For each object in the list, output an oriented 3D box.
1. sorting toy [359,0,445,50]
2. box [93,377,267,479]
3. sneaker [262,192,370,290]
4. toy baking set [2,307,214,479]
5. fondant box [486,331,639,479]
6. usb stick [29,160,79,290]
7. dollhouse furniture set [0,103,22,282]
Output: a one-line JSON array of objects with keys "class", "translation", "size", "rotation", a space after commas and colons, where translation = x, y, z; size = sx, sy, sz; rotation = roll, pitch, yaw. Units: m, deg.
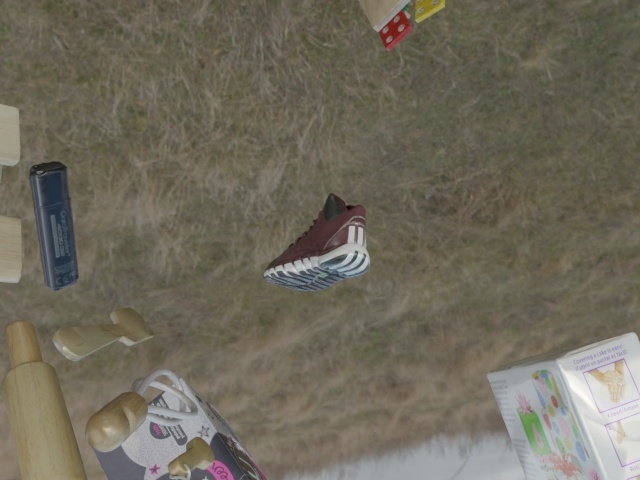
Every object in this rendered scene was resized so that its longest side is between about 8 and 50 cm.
[{"class": "sorting toy", "translation": [0.127, -0.386, 1.007], "size": [0.046, 0.274, 0.132], "rotation": [28, 122, -37]}, {"class": "box", "translation": [-0.170, 0.341, 0.905], "size": [0.163, 0.247, 0.142], "rotation": [-39, 141, -10]}, {"class": "sneaker", "translation": [0.000, 0.000, 1.264], "size": [0.106, 0.162, 0.281], "rotation": [24, 154, -34]}, {"class": "toy baking set", "translation": [-0.125, 0.128, 0.431], "size": [0.030, 0.256, 0.197], "rotation": [-39, 146, 4]}, {"class": "fondant box", "translation": [0.313, 0.281, 0.718], "size": [0.096, 0.330, 0.238], "rotation": [-18, 167, -7]}, {"class": "usb stick", "translation": [-0.539, -0.026, 1.343], "size": [0.077, 0.045, 0.278], "rotation": [-26, 130, -44]}, {"class": "dollhouse furniture set", "translation": [-0.526, -0.077, 0.740], "size": [0.257, 0.394, 0.362], "rotation": [8, 153, -40]}]
